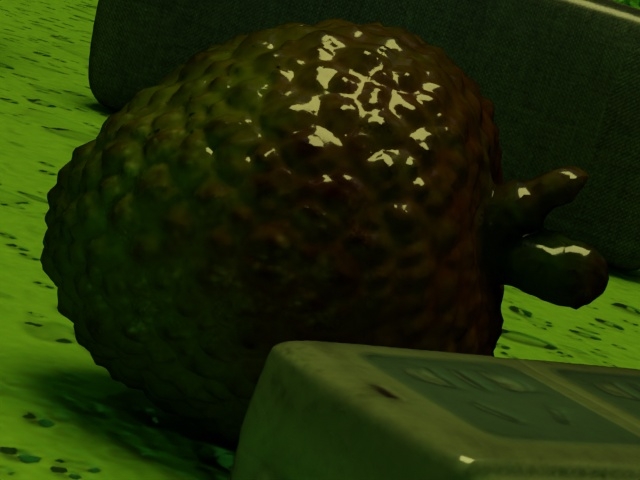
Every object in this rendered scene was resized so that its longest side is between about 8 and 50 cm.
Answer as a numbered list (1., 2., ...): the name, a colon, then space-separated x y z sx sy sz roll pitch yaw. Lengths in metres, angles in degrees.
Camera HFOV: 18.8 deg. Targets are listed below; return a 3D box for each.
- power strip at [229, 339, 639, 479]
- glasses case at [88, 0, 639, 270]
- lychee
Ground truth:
1. power strip: 0.092 0.064 0.470 0.272 0.052 0.078 8 13 -38
2. glasses case: 0.040 -0.090 1.007 0.323 0.131 0.074 18 7 11
3. lychee: 0.000 0.000 0.497 0.146 0.114 0.114 -5 4 17
